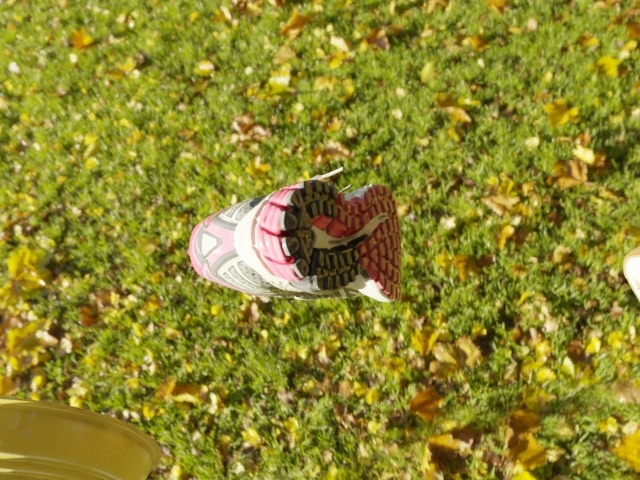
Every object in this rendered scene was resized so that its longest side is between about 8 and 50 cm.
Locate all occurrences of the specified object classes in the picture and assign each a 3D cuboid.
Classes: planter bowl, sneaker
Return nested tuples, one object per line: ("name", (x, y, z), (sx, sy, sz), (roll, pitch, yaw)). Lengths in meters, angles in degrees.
("planter bowl", (-0.234, 0.200, 0.491), (0.217, 0.217, 0.090), (-8, 54, 8))
("sneaker", (0.000, 0.000, 0.637), (0.112, 0.299, 0.120), (-8, 80, 27))

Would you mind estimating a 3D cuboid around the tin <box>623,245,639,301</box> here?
("tin", (0.406, 0.047, 0.731), (0.040, 0.189, 0.106), (-25, 87, -6))
